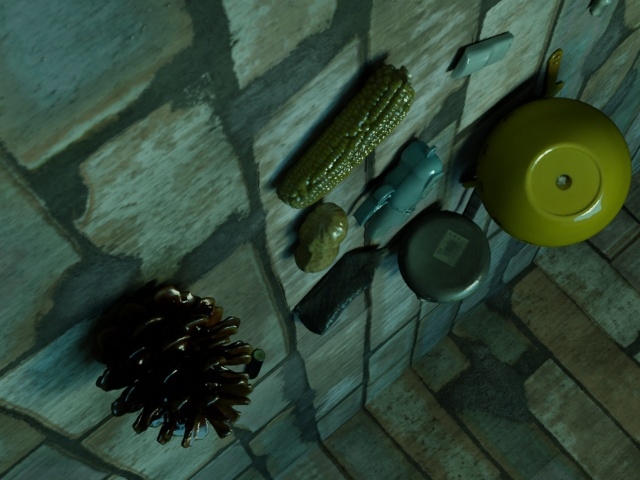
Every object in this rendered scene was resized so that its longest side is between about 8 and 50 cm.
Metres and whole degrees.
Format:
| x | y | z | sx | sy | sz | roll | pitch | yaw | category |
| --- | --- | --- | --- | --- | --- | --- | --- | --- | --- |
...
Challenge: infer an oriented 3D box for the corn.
| x | y | z | sx | sy | sz | roll | pitch | yaw | category |
| --- | --- | --- | --- | --- | --- | --- | --- | --- | --- |
| 0.043 | -0.158 | 1.346 | 0.288 | 0.086 | 0.086 | -46 | 161 | 16 | corn |

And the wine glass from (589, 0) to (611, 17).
| x | y | z | sx | sy | sz | roll | pitch | yaw | category |
| --- | --- | --- | --- | --- | --- | --- | --- | --- | --- |
| 0.581 | -0.495 | 1.752 | 0.039 | 0.042 | 0.083 | -6 | 153 | -12 | wine glass |

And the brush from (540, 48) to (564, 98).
| x | y | z | sx | sy | sz | roll | pitch | yaw | category |
| --- | --- | --- | --- | --- | --- | --- | --- | --- | --- |
| 0.533 | -0.367 | 1.977 | 0.103 | 0.013 | 0.272 | -41 | 160 | -5 | brush |

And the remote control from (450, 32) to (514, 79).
| x | y | z | sx | sy | sz | roll | pitch | yaw | category |
| --- | --- | --- | --- | --- | --- | --- | --- | --- | --- |
| 0.297 | -0.334 | 1.549 | 0.162 | 0.029 | 0.061 | -27 | 157 | -39 | remote control |

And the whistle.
| x | y | z | sx | sy | sz | roll | pitch | yaw | category |
| --- | --- | --- | --- | --- | --- | --- | --- | --- | --- |
| 0.167 | -0.097 | 1.719 | 0.186 | 0.093 | 0.274 | -26 | 158 | -40 | whistle |

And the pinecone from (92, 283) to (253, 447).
| x | y | z | sx | sy | sz | roll | pitch | yaw | category |
| --- | --- | --- | --- | --- | --- | --- | --- | --- | --- |
| -0.219 | 0.205 | 1.357 | 0.264 | 0.264 | 0.264 | -37 | 160 | -16 | pinecone |

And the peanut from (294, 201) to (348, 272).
| x | y | z | sx | sy | sz | roll | pitch | yaw | category |
| --- | --- | --- | --- | --- | --- | --- | --- | --- | --- |
| -0.002 | 0.000 | 1.599 | 0.089 | 0.089 | 0.193 | -32 | 158 | -28 | peanut |

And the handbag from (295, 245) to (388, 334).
| x | y | z | sx | sy | sz | roll | pitch | yaw | category |
| --- | --- | --- | --- | --- | --- | --- | --- | --- | --- |
| 0.052 | 0.118 | 1.982 | 0.270 | 0.088 | 0.175 | -48 | 169 | 14 | handbag |

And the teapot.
| x | y | z | sx | sy | sz | roll | pitch | yaw | category |
| --- | --- | --- | --- | --- | --- | --- | --- | --- | --- |
| 0.305 | 0.022 | 2.163 | 0.223 | 0.305 | 0.285 | 1 | 168 | 4 | teapot |

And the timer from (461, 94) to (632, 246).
| x | y | z | sx | sy | sz | roll | pitch | yaw | category |
| --- | --- | --- | --- | --- | --- | --- | --- | --- | --- |
| 0.521 | -0.161 | 1.959 | 0.376 | 0.376 | 0.387 | -46 | -176 | 9 | timer |

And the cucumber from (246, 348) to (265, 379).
| x | y | z | sx | sy | sz | roll | pitch | yaw | category |
| --- | --- | --- | --- | --- | --- | --- | --- | --- | --- |
| -0.156 | 0.299 | 2.014 | 0.032 | 0.032 | 0.133 | -31 | 159 | -31 | cucumber |

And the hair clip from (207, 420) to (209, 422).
| x | y | z | sx | sy | sz | roll | pitch | yaw | category |
| --- | --- | --- | --- | --- | --- | --- | --- | --- | --- |
| -0.281 | 0.379 | 1.929 | 0.066 | 0.036 | 0.229 | -45 | 155 | -6 | hair clip |
